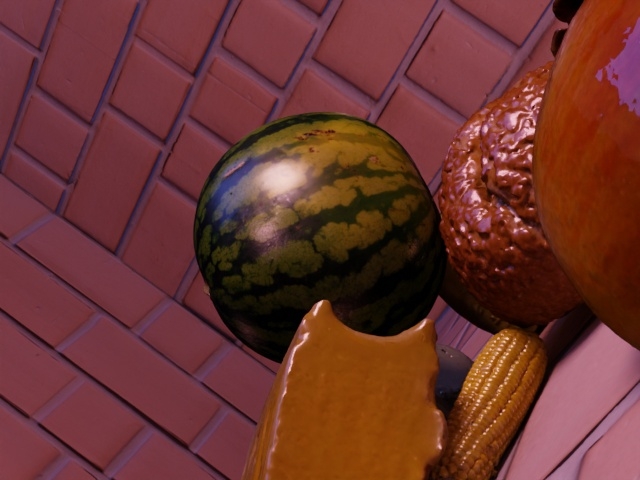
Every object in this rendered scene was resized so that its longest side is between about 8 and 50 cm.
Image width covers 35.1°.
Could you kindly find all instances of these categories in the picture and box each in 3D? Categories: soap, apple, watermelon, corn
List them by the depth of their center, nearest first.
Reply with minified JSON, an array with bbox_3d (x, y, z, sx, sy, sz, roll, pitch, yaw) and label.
[{"bbox_3d":[0.251,-0.100,0.626,0.346,0.179,0.254,-62,36,21],"label":"apple"},{"bbox_3d":[0.162,0.158,0.961,0.206,0.067,0.067,-53,-5,-41],"label":"corn"},{"bbox_3d":[0.003,0.251,0.969,0.335,0.156,0.294,112,168,-63],"label":"soap"},{"bbox_3d":[0.000,0.000,1.115,0.285,0.285,0.285,-54,-6,-8],"label":"watermelon"}]

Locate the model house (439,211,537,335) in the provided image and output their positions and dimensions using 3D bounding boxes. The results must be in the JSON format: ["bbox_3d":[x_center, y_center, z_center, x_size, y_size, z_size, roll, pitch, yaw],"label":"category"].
[{"bbox_3d":[0.249,-0.020,1.245,0.234,0.193,0.175,-55,-5,28],"label":"model house"}]

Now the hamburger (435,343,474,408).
[{"bbox_3d":[0.145,0.189,1.353,0.133,0.140,0.063,-105,19,-60],"label":"hamburger"}]

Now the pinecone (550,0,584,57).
[{"bbox_3d":[0.440,-0.288,1.430,0.309,0.244,0.244,-64,1,-33],"label":"pinecone"}]

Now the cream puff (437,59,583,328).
[{"bbox_3d":[0.238,-0.065,1.018,0.303,0.212,0.303,-48,-3,-3],"label":"cream puff"}]

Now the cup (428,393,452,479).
[{"bbox_3d":[0.100,0.260,1.211,0.120,0.120,0.141,119,174,-48],"label":"cup"}]
